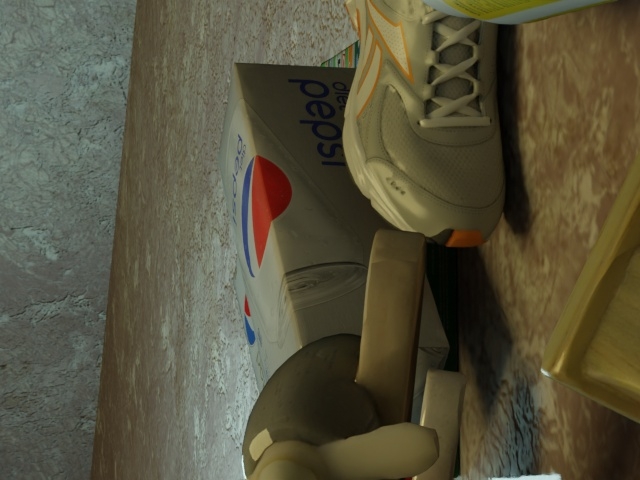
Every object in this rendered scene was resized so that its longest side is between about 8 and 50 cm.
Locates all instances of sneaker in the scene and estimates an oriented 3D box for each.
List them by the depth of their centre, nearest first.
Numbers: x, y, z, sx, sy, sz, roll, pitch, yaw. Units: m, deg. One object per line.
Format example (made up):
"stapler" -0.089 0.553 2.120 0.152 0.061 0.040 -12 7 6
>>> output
"sneaker" 0.070 -0.123 0.964 0.121 0.099 0.262 119 148 -54

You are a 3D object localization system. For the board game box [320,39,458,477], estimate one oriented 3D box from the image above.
"board game box" 0.045 0.008 1.153 0.213 0.046 0.317 168 102 -76

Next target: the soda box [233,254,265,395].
"soda box" -0.009 0.073 1.120 0.216 0.074 0.069 -108 23 -51

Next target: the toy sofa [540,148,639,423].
"toy sofa" 0.212 0.022 0.333 0.150 0.177 0.362 -65 14 -3

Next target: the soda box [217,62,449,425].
"soda box" 0.000 0.000 1.044 0.286 0.098 0.091 -104 21 -46

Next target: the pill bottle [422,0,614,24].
"pill bottle" 0.106 -0.167 0.757 0.208 0.119 0.119 -172 82 -76

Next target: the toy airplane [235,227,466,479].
"toy airplane" 0.011 0.226 0.808 0.384 0.273 0.386 119 147 -68
